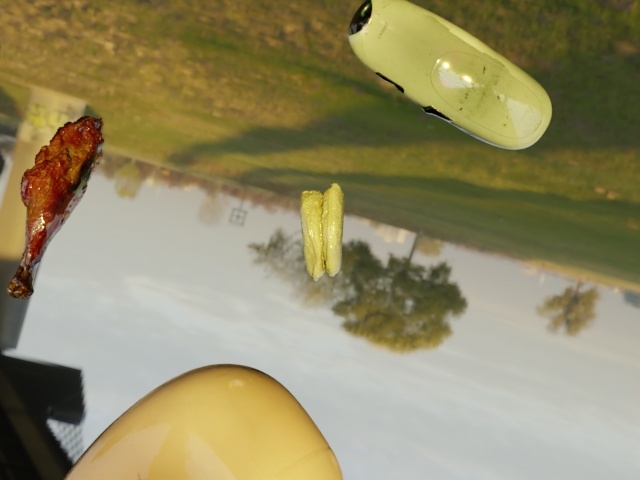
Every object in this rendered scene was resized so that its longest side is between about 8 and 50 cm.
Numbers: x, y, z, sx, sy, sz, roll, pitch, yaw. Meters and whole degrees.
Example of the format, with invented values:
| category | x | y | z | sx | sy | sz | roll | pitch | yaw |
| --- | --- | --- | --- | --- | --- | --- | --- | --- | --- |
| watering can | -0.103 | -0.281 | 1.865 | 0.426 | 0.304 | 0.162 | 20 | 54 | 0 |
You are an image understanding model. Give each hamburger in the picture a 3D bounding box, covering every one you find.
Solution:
| category | x | y | z | sx | sy | sz | roll | pitch | yaw |
| --- | --- | --- | --- | --- | --- | --- | --- | --- | --- |
| hamburger | 0.004 | 0.000 | 1.244 | 0.054 | 0.084 | 0.121 | -2 | 139 | 0 |

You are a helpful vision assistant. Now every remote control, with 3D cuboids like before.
| category | x | y | z | sx | sy | sz | roll | pitch | yaw |
| --- | --- | --- | --- | --- | --- | --- | --- | --- | --- |
| remote control | 0.144 | -0.178 | 1.116 | 0.256 | 0.097 | 0.045 | 26 | -170 | -14 |

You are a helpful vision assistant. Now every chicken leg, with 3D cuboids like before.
| category | x | y | z | sx | sy | sz | roll | pitch | yaw |
| --- | --- | --- | --- | --- | --- | --- | --- | --- | --- |
| chicken leg | -0.186 | -0.029 | 0.718 | 0.037 | 0.145 | 0.062 | 15 | 144 | 4 |

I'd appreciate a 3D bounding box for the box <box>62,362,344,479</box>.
| category | x | y | z | sx | sy | sz | roll | pitch | yaw |
| --- | --- | --- | --- | --- | --- | --- | --- | --- | --- |
| box | -0.076 | 0.163 | 0.595 | 0.146 | 0.200 | 0.088 | 54 | -155 | 17 |
